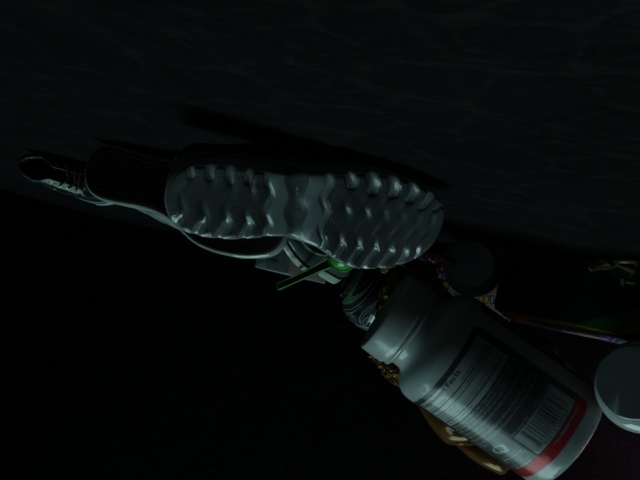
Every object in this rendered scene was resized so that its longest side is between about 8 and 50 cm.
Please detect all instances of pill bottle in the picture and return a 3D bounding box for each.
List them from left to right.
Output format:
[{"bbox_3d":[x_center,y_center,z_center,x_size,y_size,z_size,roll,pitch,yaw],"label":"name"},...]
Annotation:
[{"bbox_3d":[0.229,0.041,1.213,0.087,0.087,0.160,12,177,13],"label":"pill bottle"},{"bbox_3d":[0.224,0.189,1.155,0.319,0.176,0.176,35,176,1],"label":"pill bottle"},{"bbox_3d":[0.434,0.196,1.066,0.121,0.121,0.216,10,172,33],"label":"pill bottle"}]

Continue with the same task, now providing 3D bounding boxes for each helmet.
[{"bbox_3d":[0.125,0.115,1.686,0.170,0.161,0.169,27,177,2],"label":"helmet"}]

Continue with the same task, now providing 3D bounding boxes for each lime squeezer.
[{"bbox_3d":[0.037,0.026,1.392,0.110,0.058,0.310,-31,176,-37],"label":"lime squeezer"}]

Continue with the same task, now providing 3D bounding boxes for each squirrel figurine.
[{"bbox_3d":[0.247,0.235,1.437,0.397,0.281,0.370,31,179,11],"label":"squirrel figurine"}]

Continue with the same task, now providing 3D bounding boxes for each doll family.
[{"bbox_3d":[0.097,-0.006,1.117,0.193,0.075,0.111,8,172,-4],"label":"doll family"}]

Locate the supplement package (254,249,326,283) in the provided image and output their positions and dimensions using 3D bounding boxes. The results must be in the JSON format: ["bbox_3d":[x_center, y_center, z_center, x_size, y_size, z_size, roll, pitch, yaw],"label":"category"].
[{"bbox_3d":[-0.064,0.040,2.027,0.105,0.105,0.179,10,176,33],"label":"supplement package"}]

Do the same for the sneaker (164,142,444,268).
[{"bbox_3d":[-0.010,-0.053,0.780,0.282,0.105,0.115,12,-153,-21],"label":"sneaker"}]

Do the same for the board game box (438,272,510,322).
[{"bbox_3d":[0.315,0.136,1.930,0.144,0.142,0.275,15,176,-31],"label":"board game box"}]

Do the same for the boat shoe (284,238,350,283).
[{"bbox_3d":[0.000,0.000,1.553,0.099,0.116,0.319,-33,155,11],"label":"boat shoe"}]

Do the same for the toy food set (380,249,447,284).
[{"bbox_3d":[0.185,0.046,1.550,0.218,0.071,0.128,10,175,32],"label":"toy food set"}]

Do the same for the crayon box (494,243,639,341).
[{"bbox_3d":[0.454,0.103,1.254,0.313,0.106,0.363,10,175,19],"label":"crayon box"}]

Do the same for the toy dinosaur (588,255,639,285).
[{"bbox_3d":[0.433,0.045,1.016,0.183,0.053,0.093,19,-165,24],"label":"toy dinosaur"}]

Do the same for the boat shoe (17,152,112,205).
[{"bbox_3d":[-0.422,-0.104,1.369,0.184,0.065,0.083,12,178,19],"label":"boat shoe"}]

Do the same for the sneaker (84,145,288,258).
[{"bbox_3d":[-0.151,-0.055,1.033,0.290,0.105,0.123,23,-176,21],"label":"sneaker"}]
